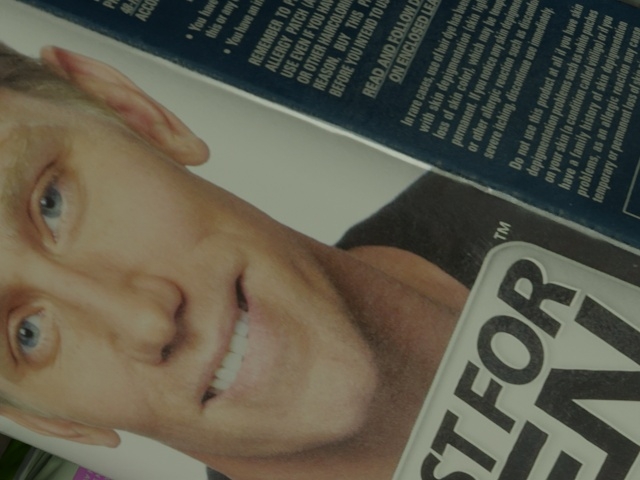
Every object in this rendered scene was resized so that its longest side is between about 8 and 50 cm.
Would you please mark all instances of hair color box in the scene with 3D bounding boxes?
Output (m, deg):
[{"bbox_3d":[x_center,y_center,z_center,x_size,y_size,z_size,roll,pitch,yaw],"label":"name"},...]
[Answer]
[{"bbox_3d":[0.000,0.000,0.569,0.347,0.105,0.174,22,133,5],"label":"hair color box"}]

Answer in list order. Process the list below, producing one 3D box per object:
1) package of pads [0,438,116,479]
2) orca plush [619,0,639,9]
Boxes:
[{"bbox_3d":[-0.034,0.194,0.613,0.229,0.296,0.101,37,134,-14],"label":"package of pads"},{"bbox_3d":[0.079,-0.123,0.582,0.287,0.102,0.151,30,160,-5],"label":"orca plush"}]
